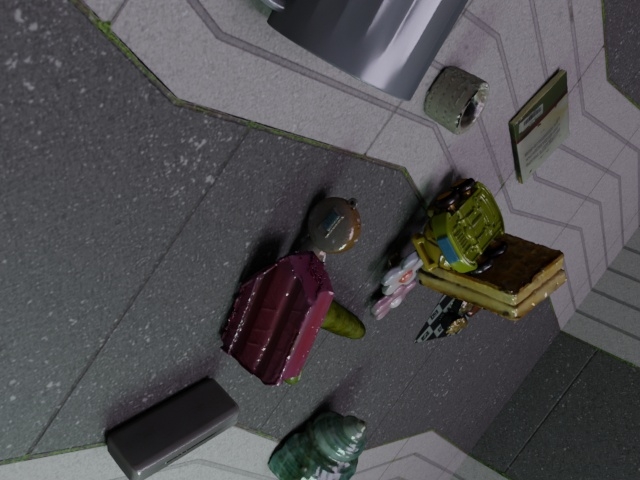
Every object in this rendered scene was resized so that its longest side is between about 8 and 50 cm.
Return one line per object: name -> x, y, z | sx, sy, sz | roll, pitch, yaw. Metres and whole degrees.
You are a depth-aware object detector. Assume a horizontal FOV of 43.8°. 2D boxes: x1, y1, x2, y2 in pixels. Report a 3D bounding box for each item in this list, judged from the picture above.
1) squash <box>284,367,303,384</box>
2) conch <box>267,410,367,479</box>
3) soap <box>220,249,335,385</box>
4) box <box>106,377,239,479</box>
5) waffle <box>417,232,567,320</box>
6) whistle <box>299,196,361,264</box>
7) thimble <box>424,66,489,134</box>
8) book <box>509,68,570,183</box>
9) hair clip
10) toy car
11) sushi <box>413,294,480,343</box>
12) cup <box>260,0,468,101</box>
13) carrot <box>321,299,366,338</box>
squash -> -0.053, 0.248, 1.739 | 0.052, 0.052, 0.183 | -22, 141, -40
conch -> 0.014, 0.538, 2.044 | 0.277, 0.195, 0.220 | -34, 125, 20
soap -> -0.075, 0.133, 1.473 | 0.099, 0.162, 0.250 | -9, 131, -50
box -> -0.274, 0.354, 1.500 | 0.244, 0.103, 0.055 | -26, 145, -37
waffle -> 0.403, 0.068, 1.903 | 0.213, 0.308, 0.091 | -33, 124, -29
whistle -> 0.000, 0.000, 1.508 | 0.057, 0.107, 0.220 | -9, 145, -55
thimble -> 0.272, -0.276, 1.578 | 0.102, 0.090, 0.115 | -23, 141, -39
book -> 0.563, -0.283, 2.028 | 0.201, 0.026, 0.289 | -46, 150, -9
hair clip -> 0.178, 0.099, 1.882 | 0.146, 0.075, 0.257 | -37, 152, -32
toy car -> 0.314, -0.023, 1.826 | 0.142, 0.200, 0.248 | -20, -170, 41
sushi -> 0.431, 0.189, 2.327 | 0.292, 0.059, 0.294 | 3, 121, -54
cup -> 0.068, -0.401, 1.065 | 0.323, 0.237, 0.326 | 20, 109, -27
carrot -> 0.035, 0.175, 1.763 | 0.074, 0.074, 0.358 | -52, 152, 0
